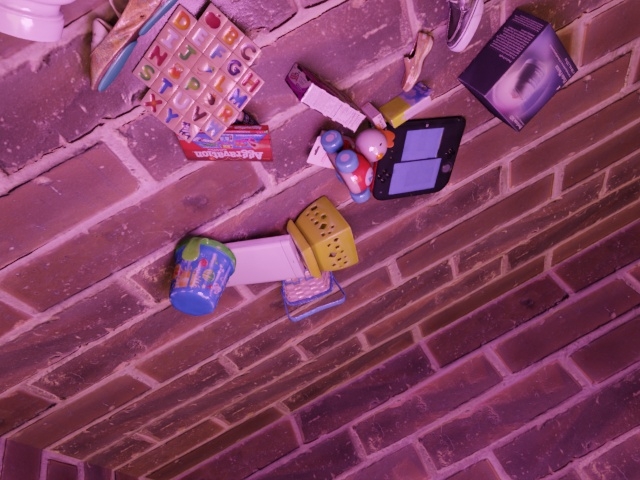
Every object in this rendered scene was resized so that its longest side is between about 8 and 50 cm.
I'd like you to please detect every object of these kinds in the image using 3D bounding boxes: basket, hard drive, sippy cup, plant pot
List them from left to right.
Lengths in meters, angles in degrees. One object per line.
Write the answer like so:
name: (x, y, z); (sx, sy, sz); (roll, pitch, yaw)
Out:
sippy cup: (-0.446, 0.145, 1.575); (0.239, 0.224, 0.305); (-21, 132, 26)
hard drive: (-0.260, 0.088, 1.705); (0.352, 0.047, 0.233); (-7, 138, 12)
basket: (-0.056, 0.200, 1.840); (0.254, 0.289, 0.201); (-20, 136, -11)
plant pot: (0.000, 0.000, 1.714); (0.207, 0.227, 0.228); (-29, 138, -8)

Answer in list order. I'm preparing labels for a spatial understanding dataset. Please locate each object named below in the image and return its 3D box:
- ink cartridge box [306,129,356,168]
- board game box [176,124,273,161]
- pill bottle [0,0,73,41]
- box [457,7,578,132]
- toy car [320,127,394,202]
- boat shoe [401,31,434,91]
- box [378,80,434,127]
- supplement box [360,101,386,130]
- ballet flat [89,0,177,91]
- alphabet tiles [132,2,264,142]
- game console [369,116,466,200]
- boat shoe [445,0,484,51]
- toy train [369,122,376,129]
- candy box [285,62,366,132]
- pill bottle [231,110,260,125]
ink cartridge box: (0.042, -0.328, 1.558); (0.198, 0.067, 0.115); (5, 127, -34)
board game box: (-0.293, -0.301, 1.328); (0.280, 0.027, 0.145); (1, 153, 2)
pill bottle: (-0.577, -0.625, 0.827); (0.228, 0.229, 0.408); (7, 127, -33)
box: (0.727, -0.611, 1.573); (0.296, 0.183, 0.294); (21, 120, -39)
toy car: (0.157, -0.292, 1.447); (0.237, 0.210, 0.219); (-32, 147, 2)
boat shoe: (0.310, -0.606, 1.449); (0.072, 0.068, 0.190); (12, 115, -21)
box: (0.308, -0.485, 1.519); (0.178, 0.109, 0.042); (-33, 133, 4)
supplement box: (0.188, -0.438, 1.507); (0.036, 0.098, 0.062); (-35, 138, 6)
ballet flat: (-0.491, -0.533, 1.060); (0.348, 0.123, 0.123); (-42, 136, 14)
alphabet tiles: (-0.337, -0.454, 1.189); (0.285, 0.011, 0.342); (39, 107, -19)
game console: (0.394, -0.331, 1.750); (0.386, 0.060, 0.342); (-10, 134, -20)
boat shoe: (0.442, -0.774, 1.330); (0.119, 0.121, 0.336); (0, 119, -18)
toy train: (0.174, -0.393, 1.597); (0.036, 0.027, 0.158); (17, 121, -26)
candy box: (0.017, -0.453, 1.358); (0.233, 0.159, 0.071); (18, 121, -39)
pill bottle: (-0.268, -0.366, 1.336); (0.094, 0.094, 0.169); (-43, 136, 15)
